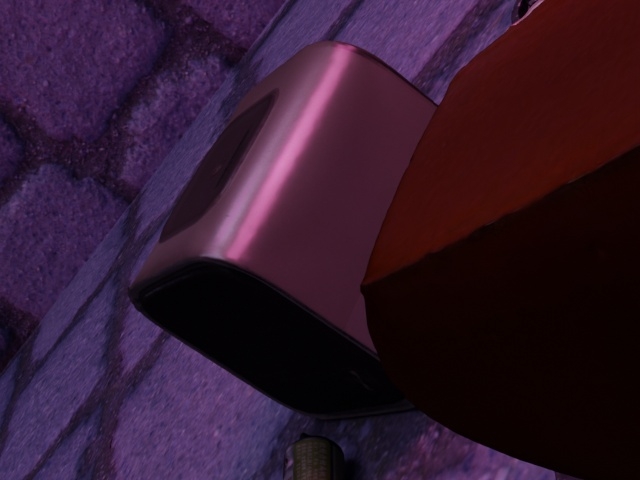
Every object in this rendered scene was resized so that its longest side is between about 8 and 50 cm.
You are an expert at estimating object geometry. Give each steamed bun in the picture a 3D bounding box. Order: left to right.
[{"bbox_3d":[0.211,-0.013,0.484,0.379,0.248,0.235,-33,24,49],"label":"steamed bun"}]

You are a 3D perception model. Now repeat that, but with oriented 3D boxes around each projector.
[{"bbox_3d":[0.000,0.000,0.980,0.248,0.248,0.249,-23,35,58],"label":"projector"}]

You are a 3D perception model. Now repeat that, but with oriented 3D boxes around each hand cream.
[{"bbox_3d":[-0.007,0.262,0.870,0.086,0.055,0.235,-46,28,32],"label":"hand cream"}]

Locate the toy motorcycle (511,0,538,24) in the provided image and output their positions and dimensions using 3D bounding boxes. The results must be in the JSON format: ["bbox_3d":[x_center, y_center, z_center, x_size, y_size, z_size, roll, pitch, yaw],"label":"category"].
[{"bbox_3d":[0.308,-0.316,1.017,0.307,0.108,0.173,-54,23,8],"label":"toy motorcycle"}]

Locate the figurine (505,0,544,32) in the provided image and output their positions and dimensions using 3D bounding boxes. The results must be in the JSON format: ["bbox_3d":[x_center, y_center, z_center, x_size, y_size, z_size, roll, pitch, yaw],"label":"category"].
[{"bbox_3d":[0.283,-0.226,0.889,0.235,0.127,0.155,-48,51,15],"label":"figurine"}]

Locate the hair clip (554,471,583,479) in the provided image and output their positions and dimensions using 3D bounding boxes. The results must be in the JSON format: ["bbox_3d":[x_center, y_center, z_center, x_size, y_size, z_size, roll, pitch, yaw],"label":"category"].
[{"bbox_3d":[0.193,0.105,0.652,0.146,0.056,0.187,-47,28,20],"label":"hair clip"}]
